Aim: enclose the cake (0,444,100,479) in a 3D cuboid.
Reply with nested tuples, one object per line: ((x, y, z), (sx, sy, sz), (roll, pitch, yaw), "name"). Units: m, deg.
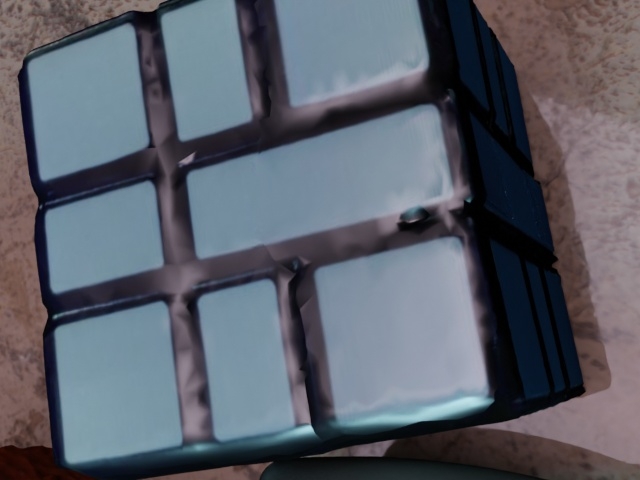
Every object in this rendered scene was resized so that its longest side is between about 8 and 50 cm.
((-0.232, 0.343, 0.644), (0.319, 0.270, 0.269), (35, 99, 35), "cake")

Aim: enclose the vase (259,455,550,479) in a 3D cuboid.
((0.127, 0.207, 0.557), (0.321, 0.173, 0.173), (-8, 79, 0), "vase")

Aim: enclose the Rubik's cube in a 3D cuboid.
((0.000, 0.000, 0.608), (0.294, 0.288, 0.283), (-16, 78, 22), "Rubik's cube")
